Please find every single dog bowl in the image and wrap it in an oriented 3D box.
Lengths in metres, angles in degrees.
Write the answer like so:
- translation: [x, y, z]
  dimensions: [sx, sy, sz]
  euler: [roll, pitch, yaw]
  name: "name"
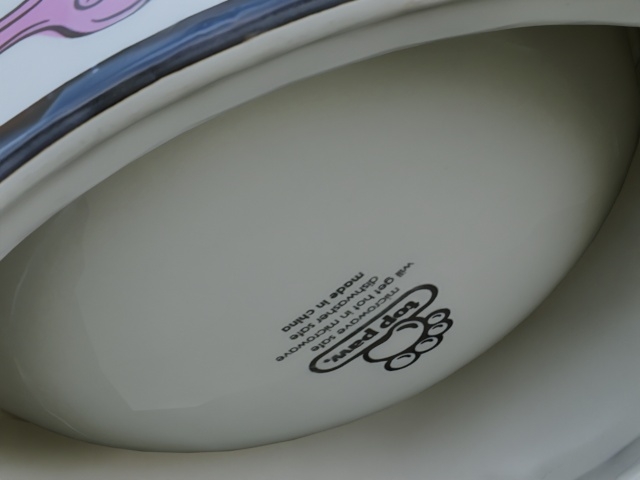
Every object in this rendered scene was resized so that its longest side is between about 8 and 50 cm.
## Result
- translation: [0.000, 0.000, 0.680]
  dimensions: [0.408, 0.408, 0.150]
  euler: [-8, 52, -23]
  name: "dog bowl"
